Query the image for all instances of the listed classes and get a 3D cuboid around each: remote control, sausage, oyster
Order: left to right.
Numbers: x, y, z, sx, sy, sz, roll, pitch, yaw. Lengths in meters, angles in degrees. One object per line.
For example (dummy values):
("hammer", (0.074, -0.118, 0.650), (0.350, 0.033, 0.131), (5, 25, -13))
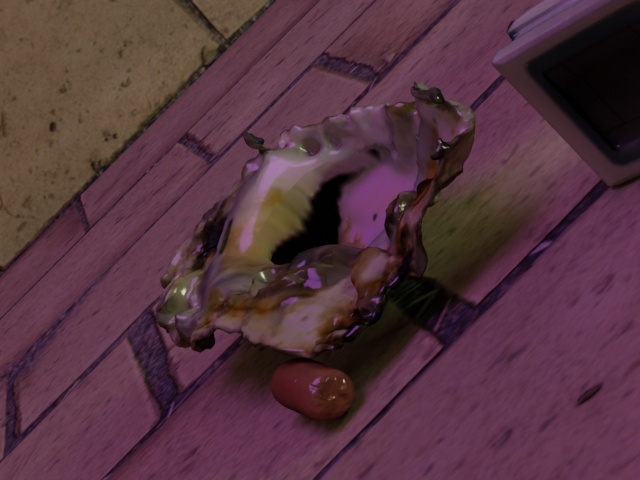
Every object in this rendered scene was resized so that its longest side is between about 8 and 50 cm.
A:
("sausage", (-0.005, 0.088, 0.997), (0.034, 0.034, 0.083), (-47, 15, -11))
("oyster", (0.003, -0.001, 1.117), (0.354, 0.107, 0.201), (-2, 59, 60))
("remote control", (0.211, -0.115, 0.823), (0.277, 0.103, 0.055), (-28, 23, 50))
